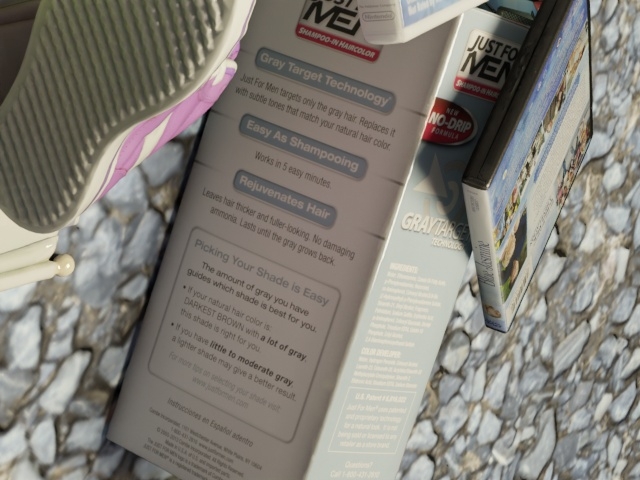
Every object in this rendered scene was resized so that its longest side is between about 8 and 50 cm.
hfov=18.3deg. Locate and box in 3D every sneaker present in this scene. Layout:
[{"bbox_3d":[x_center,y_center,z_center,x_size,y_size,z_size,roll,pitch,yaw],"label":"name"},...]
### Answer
[{"bbox_3d":[-0.091,-0.127,1.171,0.161,0.102,0.282,-38,178,-42],"label":"sneaker"}]

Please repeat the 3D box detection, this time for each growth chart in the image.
[{"bbox_3d":[-0.187,-0.070,1.256,0.172,0.021,0.237,-8,114,-50],"label":"growth chart"}]

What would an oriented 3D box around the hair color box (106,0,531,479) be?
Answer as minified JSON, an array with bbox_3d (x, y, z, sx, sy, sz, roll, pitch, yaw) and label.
[{"bbox_3d":[0.000,0.000,1.389,0.113,0.185,0.374,9,101,-52],"label":"hair color box"}]

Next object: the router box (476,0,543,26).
[{"bbox_3d":[0.141,-0.133,1.510,0.038,0.092,0.122,-15,119,-48],"label":"router box"}]

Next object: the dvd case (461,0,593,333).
[{"bbox_3d":[0.150,-0.060,1.392,0.253,0.022,0.180,71,41,-64],"label":"dvd case"}]

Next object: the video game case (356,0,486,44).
[{"bbox_3d":[0.104,-0.312,1.263,0.329,0.036,0.300,-31,116,-48],"label":"video game case"}]
